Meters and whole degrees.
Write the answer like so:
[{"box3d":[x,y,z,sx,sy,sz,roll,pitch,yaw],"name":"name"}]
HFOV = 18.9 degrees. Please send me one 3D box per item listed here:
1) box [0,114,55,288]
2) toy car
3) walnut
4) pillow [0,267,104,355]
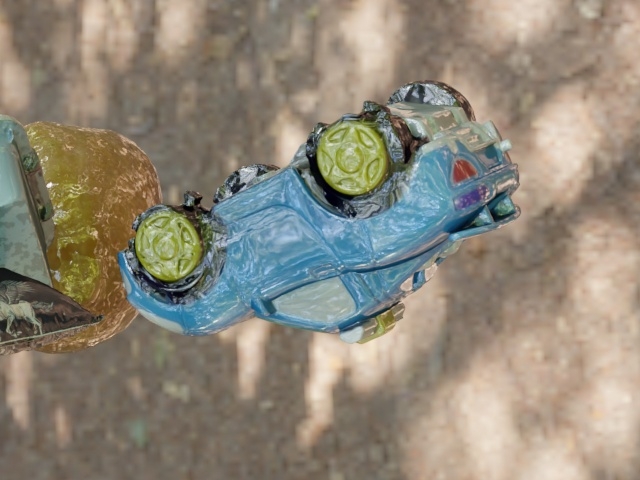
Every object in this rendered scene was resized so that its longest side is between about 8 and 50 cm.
[{"box3d":[-0.342,-0.001,1.668,0.130,0.227,0.162,-117,13,-46],"name":"box"},{"box3d":[0.000,0.000,1.428,0.314,0.198,0.166,-25,89,22],"name":"toy car"},{"box3d":[-0.245,-0.017,1.920,0.298,0.203,0.203,-88,20,-48],"name":"walnut"},{"box3d":[-0.287,0.058,1.514,0.141,0.208,0.055,26,112,37],"name":"pillow"}]
